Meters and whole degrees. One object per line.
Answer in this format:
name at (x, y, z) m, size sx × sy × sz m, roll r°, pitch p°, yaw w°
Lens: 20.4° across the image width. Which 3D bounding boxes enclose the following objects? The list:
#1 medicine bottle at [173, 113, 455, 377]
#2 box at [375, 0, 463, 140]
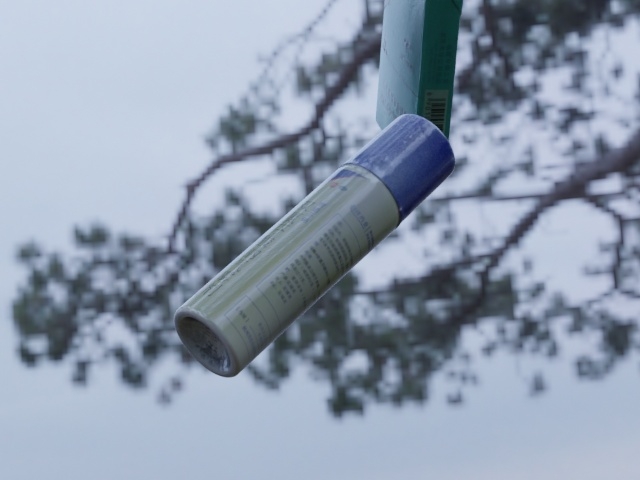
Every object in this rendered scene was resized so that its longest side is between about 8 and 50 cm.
medicine bottle at (0.000, 0.000, 1.201) m, size 0.231 × 0.059 × 0.059 m, roll -42°, pitch 13°, yaw -29°
box at (0.094, -0.191, 1.693) m, size 0.042 × 0.226 × 0.161 m, roll -1°, pitch 24°, yaw -12°
